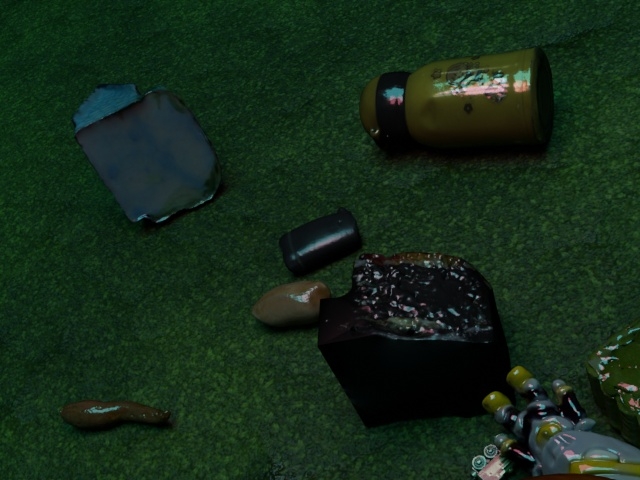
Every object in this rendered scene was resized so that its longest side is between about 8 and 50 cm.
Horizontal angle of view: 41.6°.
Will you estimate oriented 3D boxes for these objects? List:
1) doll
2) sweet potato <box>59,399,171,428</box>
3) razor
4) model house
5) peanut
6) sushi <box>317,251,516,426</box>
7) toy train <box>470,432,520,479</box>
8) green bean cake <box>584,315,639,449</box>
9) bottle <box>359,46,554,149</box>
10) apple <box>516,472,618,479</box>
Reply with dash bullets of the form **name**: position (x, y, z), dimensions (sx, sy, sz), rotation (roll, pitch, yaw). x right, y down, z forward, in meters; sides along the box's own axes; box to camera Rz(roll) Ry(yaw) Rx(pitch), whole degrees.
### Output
- **doll**: position (0.337, 0.287, 1.051), dimensions (0.145, 0.103, 0.316), rotation (-32, 48, -12)
- **sweet potato**: position (-0.340, 0.293, 1.418), dimensions (0.214, 0.050, 0.050), rotation (-4, 48, 18)
- **razor**: position (0.000, 0.000, 1.522), dimensions (0.148, 0.054, 0.090), rotation (-24, 47, 4)
- **model house**: position (-0.357, -0.206, 1.760), dimensions (0.226, 0.261, 0.241), rotation (-29, 32, -3)
- **peanut**: position (-0.049, 0.107, 1.433), dimensions (0.152, 0.076, 0.076), rotation (-12, 46, 22)
- **sushi**: position (0.141, 0.121, 1.225), dimensions (0.227, 0.215, 0.212), rotation (-13, 45, 15)
- **toy train**: position (0.243, 0.300, 1.142), dimensions (0.083, 0.033, 0.053), rotation (-39, 50, -13)
- **green bean cake**: position (0.475, 0.183, 1.081), dimensions (0.214, 0.113, 0.200), rotation (-36, 45, -8)
- **bottle**: position (0.240, -0.255, 1.559), dimensions (0.351, 0.171, 0.172), rotation (0, 50, 25)
- **apple**: position (0.253, 0.396, 0.840), dimensions (0.339, 0.340, 0.340), rotation (-13, 45, 14)
